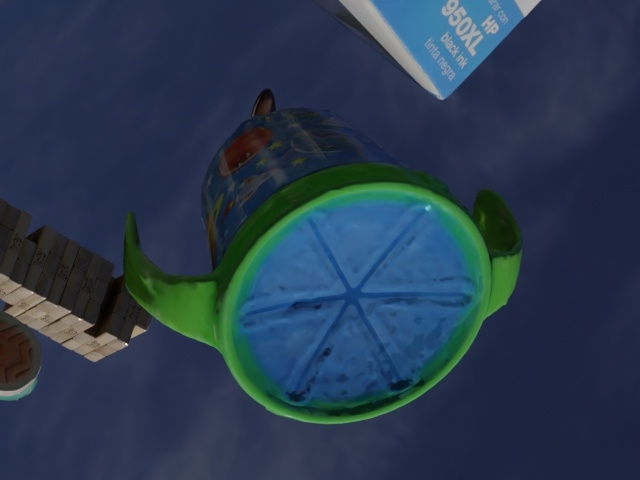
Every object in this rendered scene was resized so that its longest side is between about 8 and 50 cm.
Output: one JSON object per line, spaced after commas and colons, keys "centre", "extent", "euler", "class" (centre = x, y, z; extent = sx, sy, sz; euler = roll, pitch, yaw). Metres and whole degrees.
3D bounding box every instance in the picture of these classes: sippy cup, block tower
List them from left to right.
{"centre": [-0.356, 0.028, 1.789], "extent": [0.097, 0.335, 0.091], "euler": [-27, -141, 48], "class": "block tower"}
{"centre": [0.000, 0.000, 1.305], "extent": [0.240, 0.305, 0.224], "euler": [-50, -148, 13], "class": "sippy cup"}

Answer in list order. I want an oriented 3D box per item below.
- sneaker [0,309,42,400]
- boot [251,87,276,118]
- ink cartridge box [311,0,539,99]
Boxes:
{"centre": [-0.435, 0.080, 1.619], "extent": [0.108, 0.302, 0.121], "euler": [-54, -179, -27], "class": "sneaker"}
{"centre": [-0.028, -0.115, 1.787], "extent": [0.114, 0.106, 0.037], "euler": [27, -138, 30], "class": "boot"}
{"centre": [0.118, -0.351, 1.192], "extent": [0.395, 0.166, 0.285], "euler": [-46, -131, 0], "class": "ink cartridge box"}
